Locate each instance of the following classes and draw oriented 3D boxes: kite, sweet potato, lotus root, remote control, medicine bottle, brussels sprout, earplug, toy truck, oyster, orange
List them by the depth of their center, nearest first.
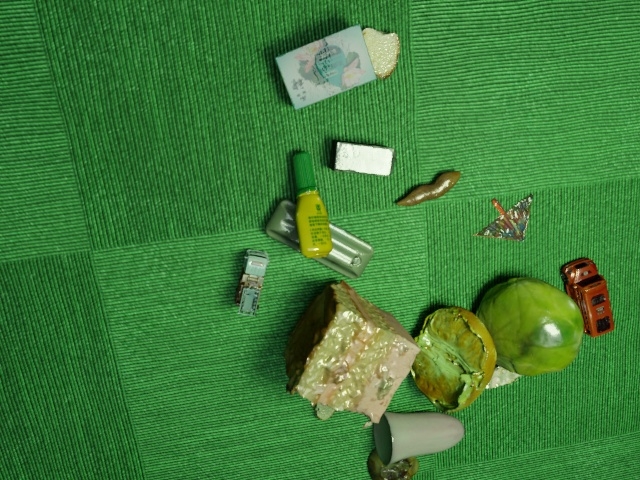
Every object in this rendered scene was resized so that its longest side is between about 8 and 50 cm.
[{"bbox_3d":[-0.031,-0.103,1.429,0.111,0.076,0.308,-3,82,-46],"label":"medicine bottle"},{"bbox_3d":[-0.204,0.124,1.486,0.080,0.115,0.177,11,101,-11],"label":"toy truck"},{"bbox_3d":[0.000,0.000,1.510,0.336,0.065,0.127,28,101,-14],"label":"remote control"},{"bbox_3d":[0.336,-0.151,1.529,0.219,0.051,0.065,-28,110,0],"label":"sweet potato"},{"bbox_3d":[0.425,0.377,1.573,0.196,0.262,0.334,17,102,-28],"label":"orange"},{"bbox_3d":[0.663,0.275,1.577,0.268,0.344,0.343,-16,108,-29],"label":"brussels sprout"},{"bbox_3d":[0.608,-0.061,1.614,0.232,0.009,0.189,-39,107,3],"label":"kite"},{"bbox_3d":[0.903,0.191,1.669,0.108,0.114,0.252,-21,107,-1],"label":"toy truck"},{"bbox_3d":[0.351,0.657,1.690,0.302,0.172,0.172,0,104,-14],"label":"earplug"},{"bbox_3d":[0.640,0.442,1.722,0.133,0.072,0.209,30,115,-34],"label":"oyster"},{"bbox_3d":[0.267,0.801,1.752,0.204,0.078,0.183,-43,107,2],"label":"lotus root"}]

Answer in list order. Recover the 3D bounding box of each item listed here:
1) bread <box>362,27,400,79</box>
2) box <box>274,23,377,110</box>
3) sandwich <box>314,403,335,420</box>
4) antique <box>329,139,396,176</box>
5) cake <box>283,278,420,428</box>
[{"bbox_3d":[0.159,-0.532,1.410,0.126,0.044,0.129,17,105,-5],"label":"bread"},{"bbox_3d":[0.016,-0.470,1.358,0.245,0.092,0.153,-20,107,7],"label":"box"},{"bbox_3d":[0.014,0.551,1.669,0.093,0.035,0.104,32,99,-16],"label":"sandwich"},{"bbox_3d":[0.125,-0.240,1.455,0.183,0.088,0.085,5,105,-9],"label":"antique"},{"bbox_3d":[0.082,0.319,1.494,0.307,0.293,0.314,27,103,-19],"label":"cake"}]
